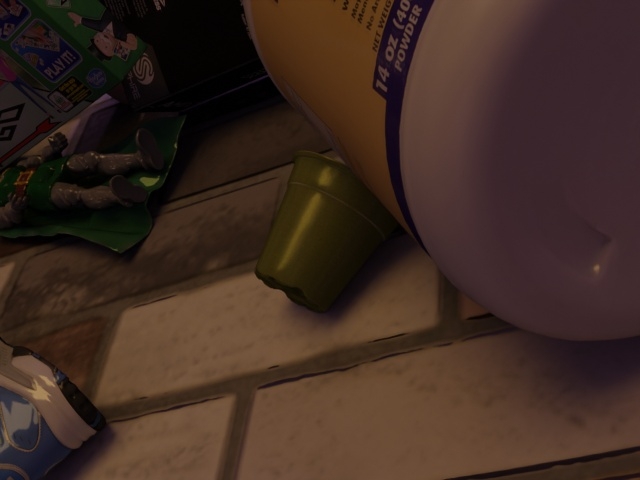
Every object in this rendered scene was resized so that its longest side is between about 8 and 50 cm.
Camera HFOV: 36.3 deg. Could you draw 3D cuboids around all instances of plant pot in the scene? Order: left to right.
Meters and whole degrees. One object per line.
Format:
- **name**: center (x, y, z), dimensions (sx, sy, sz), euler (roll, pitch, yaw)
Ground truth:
- **plant pot**: center (0.000, 0.000, 0.607), dimensions (0.083, 0.083, 0.079), euler (18, 74, 47)

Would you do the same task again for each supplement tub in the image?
- **supplement tub**: center (0.096, -0.127, 0.526), dimensions (0.241, 0.241, 0.331), euler (-36, 37, -1)

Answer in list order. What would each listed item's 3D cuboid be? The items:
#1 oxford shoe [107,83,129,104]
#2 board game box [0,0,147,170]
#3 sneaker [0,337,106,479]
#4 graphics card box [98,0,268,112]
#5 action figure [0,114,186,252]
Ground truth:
- **oxford shoe**: center (-0.205, -0.333, 0.966), dimensions (0.140, 0.147, 0.397), euler (-32, 48, 45)
- **board game box**: center (-0.311, -0.170, 0.838), dimensions (0.317, 0.213, 0.046), euler (-20, 36, 50)
- **sneaker**: center (-0.236, 0.104, 0.661), dimensions (0.211, 0.080, 0.081), euler (14, 55, 47)
- **graphics card box**: center (-0.020, -0.271, 0.786), dimensions (0.371, 0.232, 0.094), euler (-20, 2, 19)
- **action figure**: center (-0.229, -0.047, 0.843), dimensions (0.232, 0.063, 0.137), euler (-6, 49, 38)
